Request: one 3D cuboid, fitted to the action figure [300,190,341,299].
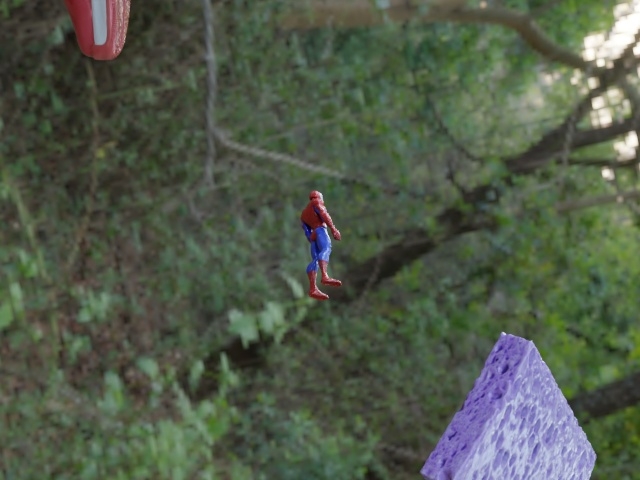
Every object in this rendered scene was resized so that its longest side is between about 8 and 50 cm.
[{"bbox_3d":[0.000,0.000,1.199,0.038,0.030,0.115,-52,-144,44],"label":"action figure"}]

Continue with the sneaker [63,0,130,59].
[{"bbox_3d":[-0.217,-0.240,0.970,0.087,0.128,0.221,-81,164,-84],"label":"sneaker"}]

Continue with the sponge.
[{"bbox_3d":[0.145,0.164,0.951,0.117,0.031,0.210,-58,143,-17],"label":"sponge"}]
